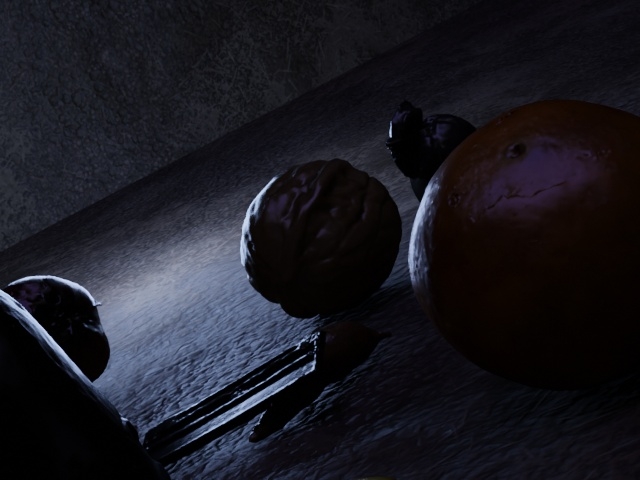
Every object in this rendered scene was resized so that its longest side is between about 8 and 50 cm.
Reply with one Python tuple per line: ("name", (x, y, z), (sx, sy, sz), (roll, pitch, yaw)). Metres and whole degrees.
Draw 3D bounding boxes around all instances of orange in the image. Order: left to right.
("orange", (0.221, -0.001, 1.488), (0.284, 0.226, 0.284), (-18, 41, 16))

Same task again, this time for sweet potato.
("sweet potato", (-0.013, 0.141, 1.763), (0.226, 0.068, 0.068), (-37, 18, -36))

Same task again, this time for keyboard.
("keyboard", (-0.096, 0.178, 1.737), (0.250, 0.017, 0.087), (-31, 24, 21))

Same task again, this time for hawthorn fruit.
("hawthorn fruit", (-0.388, 0.153, 2.177), (0.235, 0.181, 0.181), (-46, -4, 40))

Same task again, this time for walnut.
("walnut", (0.000, 0.000, 2.035), (0.213, 0.213, 0.213), (-23, 13, 6))

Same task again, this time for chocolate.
("chocolate", (-0.359, 0.200, 1.563), (0.383, 0.331, 0.383), (-23, 11, 5))

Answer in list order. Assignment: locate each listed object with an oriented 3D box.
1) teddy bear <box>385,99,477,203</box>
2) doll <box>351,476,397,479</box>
("teddy bear", (0.181, -0.056, 1.873), (0.171, 0.251, 0.144), (-5, 19, 15))
("doll", (-0.025, 0.249, 1.254), (0.237, 0.111, 0.252), (-25, 4, -12))
